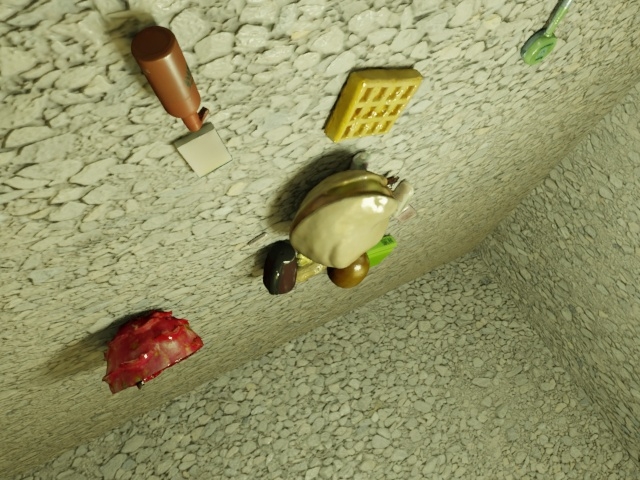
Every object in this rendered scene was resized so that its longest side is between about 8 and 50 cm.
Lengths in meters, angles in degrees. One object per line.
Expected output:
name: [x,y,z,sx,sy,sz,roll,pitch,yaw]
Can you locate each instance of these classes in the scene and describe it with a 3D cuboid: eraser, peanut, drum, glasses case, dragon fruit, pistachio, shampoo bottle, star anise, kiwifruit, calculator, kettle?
eraser: [-0.287,-0.220,1.145,0.104,0.023,0.150,-30,159,-4]
peanut: [-0.045,0.125,2.173,0.214,0.099,0.099,-27,159,3]
eraser: [0.254,0.074,2.455,0.274,0.092,0.210,-11,151,-45]
drum: [0.720,-0.669,1.483,0.130,0.049,0.253,-30,159,-3]
glasses case: [-0.229,-0.002,1.717,0.083,0.021,0.032,-32,157,1]
dragon fruit: [-0.656,0.409,1.758,0.386,0.249,0.371,-27,175,-1]
pistachio: [0.077,-0.071,1.605,0.365,0.281,0.445,-1,151,-34]
shampoo bottle: [-0.281,-0.298,0.902,0.085,0.085,0.244,-29,161,-7]
star anise: [0.257,-0.217,1.859,0.157,0.053,0.212,-40,155,25]
glasses case: [0.349,-0.182,2.027,0.051,0.081,0.204,-19,154,-26]
kiwifruit: [0.139,0.123,2.265,0.196,0.196,0.234,-14,146,-38]
shampoo bottle: [0.137,-0.265,1.598,0.072,0.043,0.099,-21,156,-19]
calculator: [0.414,-0.136,2.283,0.100,0.032,0.175,-37,158,16]
kettle: [-0.173,0.121,1.875,0.232,0.144,0.202,101,12,-55]

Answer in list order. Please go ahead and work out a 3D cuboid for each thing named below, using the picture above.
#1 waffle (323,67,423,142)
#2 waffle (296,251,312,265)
waffle: [0.151,-0.388,1.324,0.248,0.055,0.221,-17,155,-33]
waffle: [0.002,0.002,1.917,0.250,0.056,0.261,-33,159,-35]
